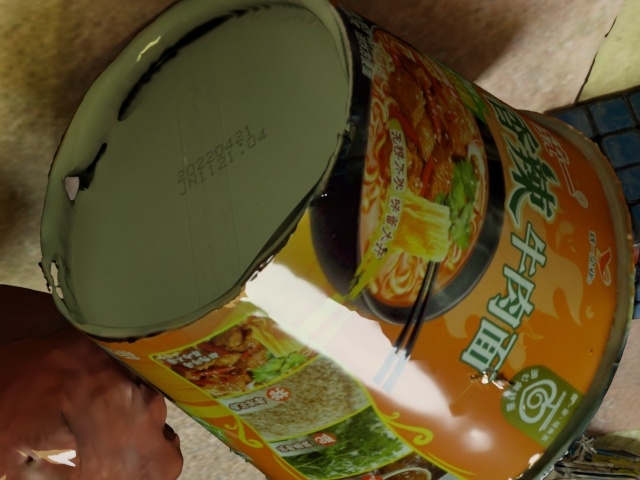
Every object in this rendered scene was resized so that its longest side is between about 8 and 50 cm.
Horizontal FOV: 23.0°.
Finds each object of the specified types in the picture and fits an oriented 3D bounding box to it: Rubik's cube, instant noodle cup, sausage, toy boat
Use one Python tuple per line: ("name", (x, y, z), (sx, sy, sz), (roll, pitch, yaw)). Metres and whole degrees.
("Rubik's cube", (0.178, -0.020, 0.855), (0.092, 0.092, 0.092), (-15, 150, 0))
("instant noodle cup", (0.000, 0.000, 0.701), (0.230, 0.230, 0.182), (-31, 137, 24))
("sausage", (-0.202, 0.091, 0.765), (0.279, 0.152, 0.152), (2, 158, 26))
("toy boat", (0.227, 0.193, 1.256), (0.210, 0.066, 0.084), (11, 142, -39))
